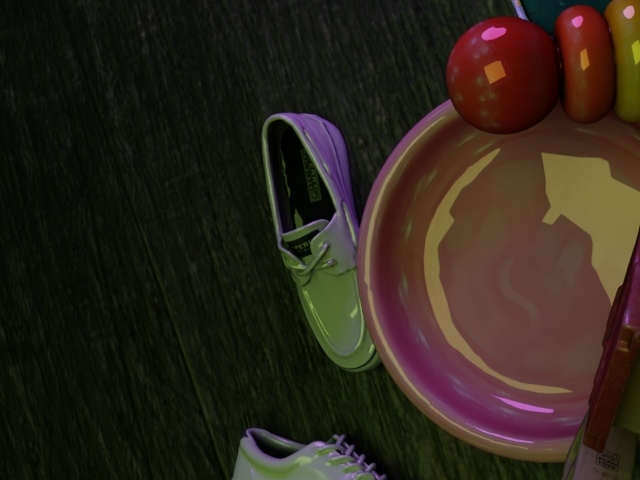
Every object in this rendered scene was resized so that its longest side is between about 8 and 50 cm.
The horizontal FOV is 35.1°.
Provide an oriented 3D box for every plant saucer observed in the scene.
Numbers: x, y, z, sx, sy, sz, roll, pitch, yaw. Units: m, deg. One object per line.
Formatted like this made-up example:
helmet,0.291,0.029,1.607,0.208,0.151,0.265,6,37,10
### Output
plant saucer,0.195,0.022,0.885,0.332,0.084,0.332,0,90,29

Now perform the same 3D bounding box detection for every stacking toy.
stacking toy,0.260,-0.136,0.756,0.331,0.141,0.141,-9,85,7

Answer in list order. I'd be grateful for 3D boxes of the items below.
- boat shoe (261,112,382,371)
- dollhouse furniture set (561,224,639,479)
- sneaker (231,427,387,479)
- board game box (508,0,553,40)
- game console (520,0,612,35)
boat shoe,0.000,0.000,0.993,0.096,0.088,0.267,-14,82,29
dollhouse furniture set,0.277,0.189,0.748,0.201,0.152,0.374,18,124,13
sneaker,0.016,0.238,0.977,0.258,0.094,0.091,3,95,30
board game box,0.243,-0.203,0.845,0.154,0.026,0.103,-21,53,10
game console,0.255,-0.345,0.835,0.293,0.173,0.250,-24,106,8
